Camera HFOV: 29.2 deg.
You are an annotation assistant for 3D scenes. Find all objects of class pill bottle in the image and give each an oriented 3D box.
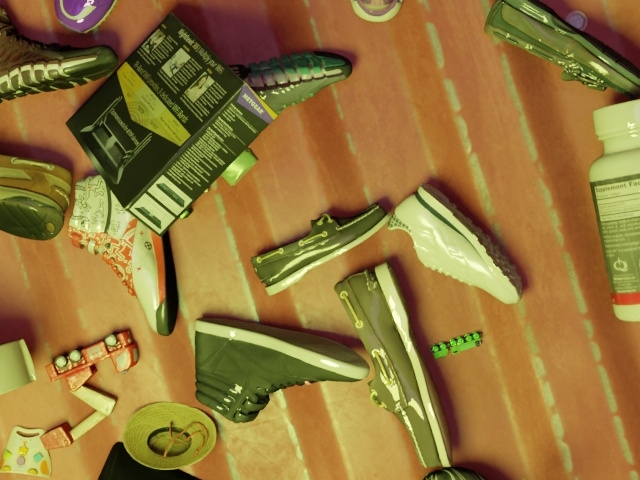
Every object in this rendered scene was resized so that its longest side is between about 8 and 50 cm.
[{"bbox_3d":[0.497,-0.050,1.819,0.176,0.176,0.319,-10,91,3],"label":"pill bottle"}]

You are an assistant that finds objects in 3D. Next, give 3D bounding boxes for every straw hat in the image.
[{"bbox_3d":[-0.235,0.323,1.916,0.144,0.144,0.061,9,131,3],"label":"straw hat"}]

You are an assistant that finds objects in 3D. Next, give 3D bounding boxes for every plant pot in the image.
[{"bbox_3d":[-0.282,0.443,1.872,0.188,0.167,0.187,25,93,1],"label":"plant pot"}]

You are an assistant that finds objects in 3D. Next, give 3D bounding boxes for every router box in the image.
[{"bbox_3d":[-0.227,-0.178,1.801,0.243,0.309,0.081,-46,129,3],"label":"router box"}]

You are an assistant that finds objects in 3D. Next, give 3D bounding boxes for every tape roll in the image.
[{"bbox_3d":[-0.612,0.227,1.775,0.392,0.392,0.072,-16,90,3],"label":"tape roll"}]

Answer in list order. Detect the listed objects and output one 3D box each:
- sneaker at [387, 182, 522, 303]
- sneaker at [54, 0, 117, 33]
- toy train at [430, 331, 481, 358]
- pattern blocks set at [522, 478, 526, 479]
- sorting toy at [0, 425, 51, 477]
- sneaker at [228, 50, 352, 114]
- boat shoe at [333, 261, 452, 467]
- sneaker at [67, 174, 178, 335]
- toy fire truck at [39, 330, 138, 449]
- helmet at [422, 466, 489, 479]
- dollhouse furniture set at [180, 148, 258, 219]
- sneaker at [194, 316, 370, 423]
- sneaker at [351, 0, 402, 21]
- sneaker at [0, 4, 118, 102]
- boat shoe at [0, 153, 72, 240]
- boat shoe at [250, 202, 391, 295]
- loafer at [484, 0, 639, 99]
[{"bbox_3d":[0.212,0.020,1.890,0.235,0.090,0.095,45,105,5],"label":"sneaker"},{"bbox_3d":[-0.338,-0.464,1.868,0.102,0.146,0.293,25,92,2],"label":"sneaker"},{"bbox_3d":[0.213,0.164,1.917,0.083,0.017,0.024,-17,100,3],"label":"toy train"},{"bbox_3d":[0.287,0.503,1.807,0.285,0.026,0.325,-46,132,-9],"label":"pattern blocks set"},{"bbox_3d":[-0.469,0.334,1.947,0.083,0.045,0.075,5,72,3],"label":"sorting toy"},{"bbox_3d":[-0.059,-0.231,1.908,0.223,0.083,0.098,-8,121,-2],"label":"sneaker"},{"bbox_3d":[0.115,0.200,1.876,0.096,0.116,0.324,-20,86,8],"label":"boat shoe"},{"bbox_3d":[-0.309,0.022,1.905,0.145,0.090,0.270,-8,87,4],"label":"sneaker"},{"bbox_3d":[-0.365,0.236,1.931,0.192,0.047,0.135,-23,90,2],"label":"toy fire truck"},{"bbox_3d":[0.212,0.426,1.848,0.169,0.161,0.169,0,91,3],"label":"helmet"},{"bbox_3d":[-0.175,-0.102,1.910,0.151,0.058,0.076,-45,89,3],"label":"dollhouse furniture set"},{"bbox_3d":[-0.066,0.214,1.871,0.295,0.104,0.147,10,96,23],"label":"sneaker"},{"bbox_3d":[0.091,-0.458,1.869,0.095,0.104,0.236,1,90,4],"label":"sneaker"},{"bbox_3d":[-0.460,-0.309,1.894,0.281,0.106,0.163,-11,86,8],"label":"sneaker"},{"bbox_3d":[-0.536,-0.093,1.911,0.324,0.122,0.120,14,59,7],"label":"boat shoe"},{"bbox_3d":[0.000,0.000,1.891,0.227,0.081,0.069,-31,93,5],"label":"boat shoe"},{"bbox_3d":[0.374,-0.287,1.875,0.267,0.096,0.084,37,112,8],"label":"loafer"}]
